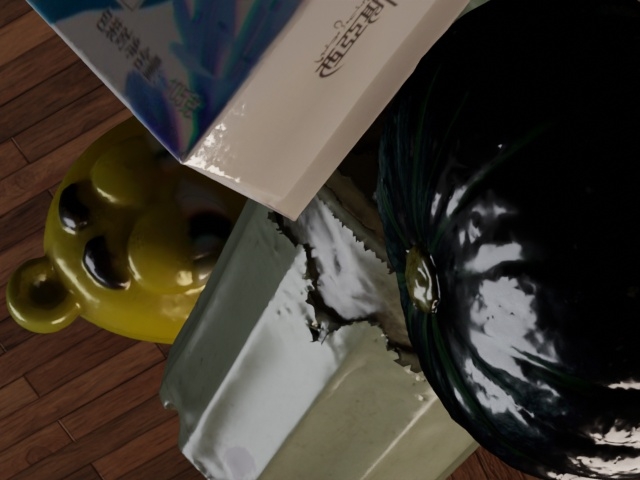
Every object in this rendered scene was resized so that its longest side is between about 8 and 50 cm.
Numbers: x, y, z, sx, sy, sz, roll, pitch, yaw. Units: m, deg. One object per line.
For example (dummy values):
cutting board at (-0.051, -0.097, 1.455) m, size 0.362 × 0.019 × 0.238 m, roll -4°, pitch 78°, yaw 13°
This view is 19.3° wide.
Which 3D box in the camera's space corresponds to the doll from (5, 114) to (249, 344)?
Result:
doll at (0.012, -0.030, 1.394) m, size 0.348 × 0.423 × 0.161 m, roll 31°, pitch 150°, yaw 2°

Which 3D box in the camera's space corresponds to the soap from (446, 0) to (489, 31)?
soap at (0.088, -0.185, 1.291) m, size 0.198 × 0.067 × 0.119 m, roll 58°, pitch -177°, yaw -31°

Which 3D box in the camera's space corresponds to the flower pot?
flower pot at (0.041, 0.041, 1.146) m, size 0.290 × 0.259 × 0.290 m, roll 26°, pitch -150°, yaw -16°

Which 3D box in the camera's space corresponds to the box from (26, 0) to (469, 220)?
box at (-0.056, -0.177, 0.996) m, size 0.274 × 0.203 × 0.116 m, roll 46°, pitch -169°, yaw 34°

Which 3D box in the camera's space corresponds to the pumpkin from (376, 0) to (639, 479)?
pumpkin at (0.095, -0.003, 0.717) m, size 0.194 × 0.150 × 0.194 m, roll 55°, pitch 174°, yaw 9°
